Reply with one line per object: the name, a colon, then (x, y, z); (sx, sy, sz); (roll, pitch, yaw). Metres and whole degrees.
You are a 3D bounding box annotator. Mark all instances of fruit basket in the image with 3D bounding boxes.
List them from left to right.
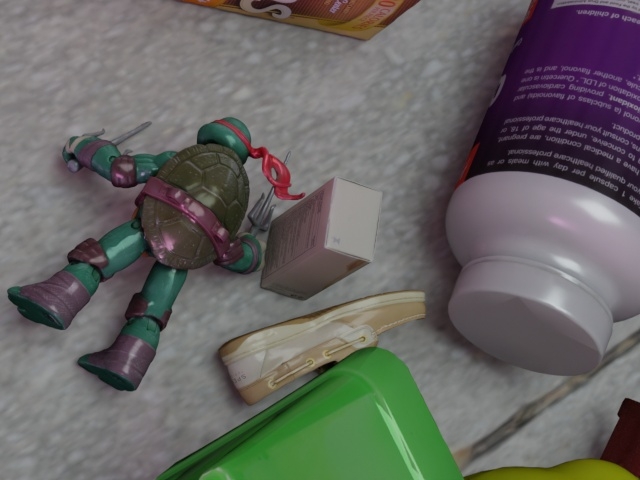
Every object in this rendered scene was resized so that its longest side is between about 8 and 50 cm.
fruit basket: (0.065, 0.262, 1.140); (0.392, 0.283, 0.392); (31, 41, -32)

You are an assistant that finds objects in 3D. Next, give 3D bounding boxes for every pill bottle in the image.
pill bottle: (0.212, -0.062, 1.367); (0.181, 0.181, 0.323); (32, 63, -15)

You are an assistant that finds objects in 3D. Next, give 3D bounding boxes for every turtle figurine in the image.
turtle figurine: (-0.112, -0.016, 1.236); (0.175, 0.118, 0.234); (39, 67, -12)

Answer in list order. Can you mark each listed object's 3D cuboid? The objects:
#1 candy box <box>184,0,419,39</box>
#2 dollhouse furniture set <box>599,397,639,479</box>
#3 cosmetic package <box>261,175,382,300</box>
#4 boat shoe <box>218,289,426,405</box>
candy box: (-0.062, -0.246, 1.284); (0.316, 0.183, 0.087); (9, 72, -24)
dollhouse furniture set: (0.264, 0.330, 1.321); (0.201, 0.152, 0.374); (32, 81, -16)
cosmetic package: (0.000, 0.000, 1.280); (0.041, 0.115, 0.060); (18, 68, -21)
boat shoe: (0.008, 0.081, 1.295); (0.170, 0.063, 0.059); (-17, 85, -20)
